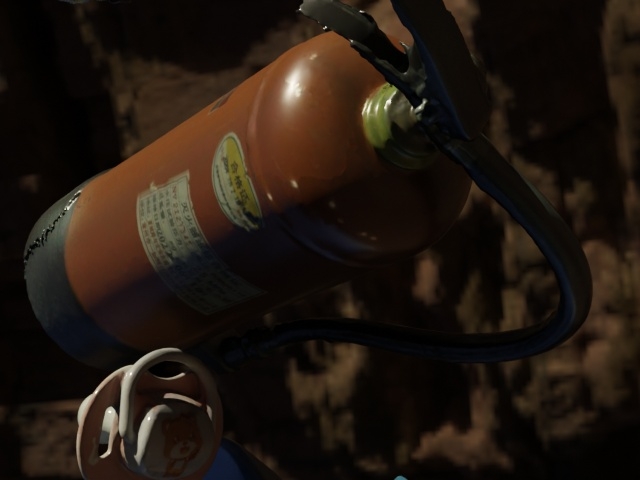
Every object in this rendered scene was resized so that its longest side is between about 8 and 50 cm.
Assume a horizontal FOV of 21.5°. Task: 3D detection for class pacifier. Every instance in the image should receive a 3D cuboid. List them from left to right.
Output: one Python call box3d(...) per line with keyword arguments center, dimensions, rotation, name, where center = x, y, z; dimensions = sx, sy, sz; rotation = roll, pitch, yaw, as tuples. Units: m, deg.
box3d(center=(-0.098, 0.094, 0.893), dimensions=(0.099, 0.078, 0.081), rotation=(12, -92, -46), name="pacifier")

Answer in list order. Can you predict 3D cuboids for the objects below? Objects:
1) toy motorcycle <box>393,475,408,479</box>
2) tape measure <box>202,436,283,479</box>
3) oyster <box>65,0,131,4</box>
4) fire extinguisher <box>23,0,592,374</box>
box3d(center=(0.143, 0.278, 1.111), dimensions=(0.232, 0.416, 0.172), rotation=(-45, -58, -10), name="toy motorcycle")
box3d(center=(-0.069, 0.252, 0.939), dimensions=(0.098, 0.215, 0.351), rotation=(44, -178, -36), name="tape measure")
box3d(center=(-0.004, -0.113, 0.442), dimensions=(0.061, 0.200, 0.106), rotation=(-79, -29, -86), name="oyster")
box3d(center=(0.001, -0.010, 0.861), dimensions=(0.200, 0.376, 0.113), rotation=(26, -118, -24), name="fire extinguisher")
